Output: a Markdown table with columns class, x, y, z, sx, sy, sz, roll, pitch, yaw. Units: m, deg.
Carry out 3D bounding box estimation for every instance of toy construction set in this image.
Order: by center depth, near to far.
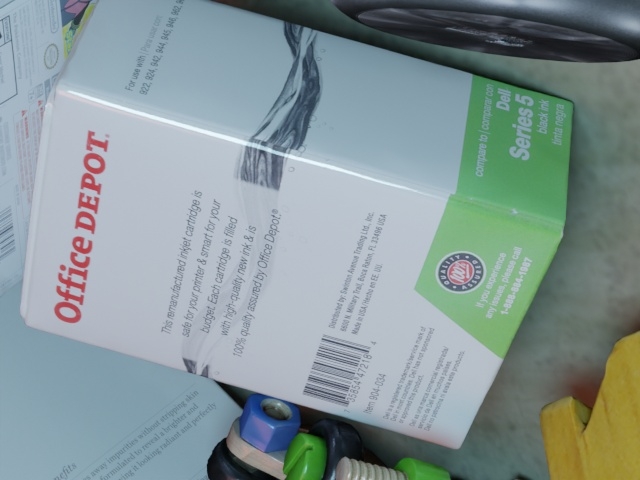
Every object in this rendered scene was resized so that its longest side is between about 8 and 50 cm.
| class | x | y | z | sx | sy | sz | roll | pitch | yaw |
| --- | --- | --- | --- | --- | --- | --- | --- | --- | --- |
| toy construction set | 0.039 | 0.266 | 0.962 | 0.237 | 0.309 | 0.257 | 16 | -175 | -21 |

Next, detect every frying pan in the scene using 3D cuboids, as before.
| class | x | y | z | sx | sy | sz | roll | pitch | yaw |
| --- | --- | --- | --- | --- | --- | --- | --- | --- | --- |
| frying pan | 0.036 | -0.123 | 0.721 | 0.326 | 0.197 | 0.053 | 8 | 90 | 42 |

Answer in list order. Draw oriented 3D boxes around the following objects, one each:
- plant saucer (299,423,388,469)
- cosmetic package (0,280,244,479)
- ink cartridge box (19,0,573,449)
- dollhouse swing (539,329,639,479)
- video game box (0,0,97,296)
| class | x | y | z | sx | sy | sz | roll | pitch | yaw |
| --- | --- | --- | --- | --- | --- | --- | --- | --- | --- |
| plant saucer | 0.010 | 0.201 | 1.139 | 0.168 | 0.029 | 0.168 | 22 | 134 | 25 |
| cosmetic package | -0.244 | 0.116 | 1.127 | 0.385 | 0.217 | 0.156 | 44 | 141 | 13 |
| ink cartridge box | -0.018 | -0.012 | 0.855 | 0.272 | 0.115 | 0.198 | 16 | 135 | -2 |
| dollhouse swing | 0.365 | 0.179 | 0.787 | 0.347 | 0.304 | 0.315 | -33 | 58 | 46 |
| video game box | -0.164 | -0.091 | 0.936 | 0.048 | 0.187 | 0.205 | 28 | 136 | 26 |
